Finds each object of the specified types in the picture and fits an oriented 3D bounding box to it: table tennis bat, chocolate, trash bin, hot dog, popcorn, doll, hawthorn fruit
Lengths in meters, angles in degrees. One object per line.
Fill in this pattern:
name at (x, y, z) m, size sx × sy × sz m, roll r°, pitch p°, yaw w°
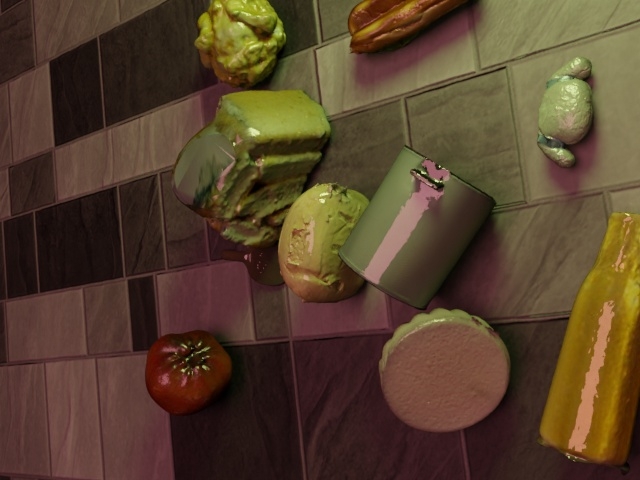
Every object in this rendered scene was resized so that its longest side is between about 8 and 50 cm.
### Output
table tennis bat at (-0.164, 0.047, 1.741) m, size 0.235 × 0.022 × 0.130 m, roll 7°, pitch 92°, yaw 33°
chocolate at (0.520, 0.172, 1.189) m, size 0.162 × 0.162 × 0.444 m, roll 15°, pitch 92°, yaw 35°
trash bin at (0.192, -0.027, 1.352) m, size 0.217 × 0.277 × 0.262 m, roll 36°, pitch 101°, yaw 22°
hot dog at (0.196, -0.509, 1.461) m, size 0.337 × 0.100 × 0.135 m, roll -25°, pitch 66°, yaw 31°
popcorn at (-0.200, -0.512, 1.684) m, size 0.255 × 0.195 × 0.255 m, roll 5°, pitch 110°, yaw 40°
doll at (0.466, -0.244, 1.276) m, size 0.104 × 0.072 × 0.213 m, roll 7°, pitch 89°, yaw 34°
hawthorn fruit at (-0.359, 0.358, 1.760) m, size 0.224 × 0.224 × 0.260 m, roll 56°, pitch 138°, yaw 23°

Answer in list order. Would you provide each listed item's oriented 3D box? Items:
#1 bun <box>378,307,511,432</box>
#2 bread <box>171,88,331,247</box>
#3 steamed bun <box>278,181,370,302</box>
bun at (0.242, 0.242, 1.368) m, size 0.263 × 0.175 × 0.262 m, roll 0°, pitch 107°, yaw -1°
bread at (-0.182, -0.197, 1.613) m, size 0.239 × 0.264 × 0.395 m, roll 41°, pitch 111°, yaw 36°
steamed bun at (0.000, 0.000, 1.496) m, size 0.166 × 0.232 × 0.272 m, roll 13°, pitch 99°, yaw 38°
